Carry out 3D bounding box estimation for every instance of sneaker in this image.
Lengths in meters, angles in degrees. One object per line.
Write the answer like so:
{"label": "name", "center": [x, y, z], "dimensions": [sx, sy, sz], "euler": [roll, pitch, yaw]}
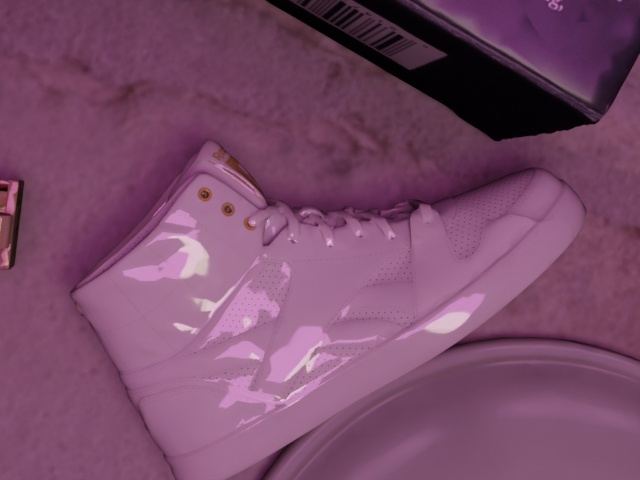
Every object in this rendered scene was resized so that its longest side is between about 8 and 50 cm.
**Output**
{"label": "sneaker", "center": [0.000, 0.000, 0.820], "dimensions": [0.293, 0.108, 0.169], "euler": [-32, 99, -5]}

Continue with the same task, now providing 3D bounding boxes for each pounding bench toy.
{"label": "pounding bench toy", "center": [-0.207, -0.013, 0.802], "dimensions": [0.065, 0.083, 0.052], "euler": [7, 91, -9]}

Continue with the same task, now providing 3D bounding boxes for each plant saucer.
{"label": "plant saucer", "center": [0.131, 0.262, 0.852], "dimensions": [0.401, 0.100, 0.400], "euler": [0, 92, -8]}

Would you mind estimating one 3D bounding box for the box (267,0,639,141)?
{"label": "box", "center": [0.094, -0.298, 0.771], "dimensions": [0.294, 0.212, 0.395], "euler": [30, 88, -8]}
